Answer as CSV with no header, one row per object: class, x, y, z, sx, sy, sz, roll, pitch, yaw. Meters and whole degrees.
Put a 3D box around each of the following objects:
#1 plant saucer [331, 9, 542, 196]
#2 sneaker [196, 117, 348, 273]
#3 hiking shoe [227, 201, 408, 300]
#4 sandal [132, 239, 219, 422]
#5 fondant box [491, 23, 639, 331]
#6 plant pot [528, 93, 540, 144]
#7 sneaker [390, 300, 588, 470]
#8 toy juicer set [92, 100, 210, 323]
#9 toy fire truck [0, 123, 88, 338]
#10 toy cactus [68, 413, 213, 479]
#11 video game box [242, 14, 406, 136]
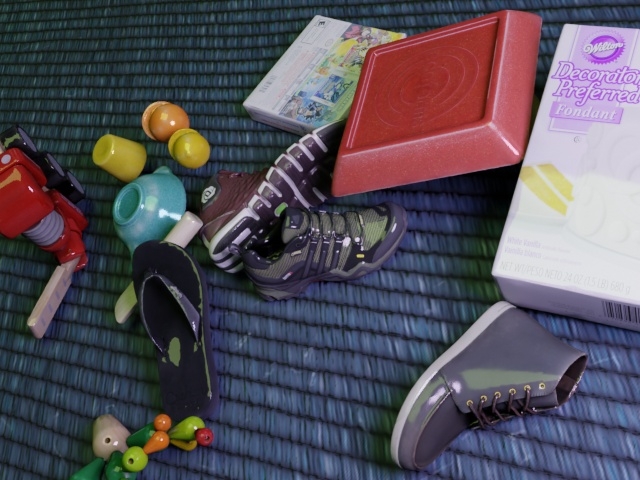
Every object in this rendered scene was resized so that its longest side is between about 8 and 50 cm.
plant saucer,0.139,-0.185,1.121,0.259,0.047,0.258,-8,49,30
sneaker,-0.076,-0.092,1.255,0.281,0.106,0.162,-42,41,-10
hiking shoe,0.000,0.000,1.134,0.227,0.114,0.086,-25,48,8
sandal,-0.187,0.106,1.137,0.097,0.054,0.254,-27,66,14
fondant box,0.349,-0.071,0.975,0.238,0.096,0.330,11,69,26
plant pot,0.221,-0.177,1.169,0.134,0.095,0.134,-14,50,18
sneaker,0.176,0.169,0.935,0.118,0.083,0.222,30,72,39
toy juicer set,-0.225,-0.058,1.297,0.209,0.089,0.328,-33,53,25
toy fire truck,-0.425,-0.007,1.307,0.159,0.217,0.246,-34,62,-1
toy cactus,-0.236,0.271,1.076,0.219,0.112,0.180,-43,29,-5
video game box,0.010,-0.250,1.367,0.187,0.048,0.205,23,68,40
